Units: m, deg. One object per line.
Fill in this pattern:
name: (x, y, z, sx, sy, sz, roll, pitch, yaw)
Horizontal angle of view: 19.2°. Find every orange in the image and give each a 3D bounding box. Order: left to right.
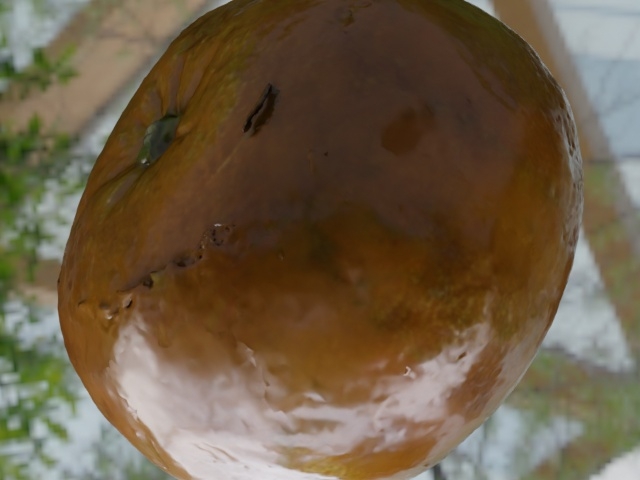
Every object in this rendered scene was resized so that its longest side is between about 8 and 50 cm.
orange: (0.000, 0.000, 0.957, 0.226, 0.284, 0.284, 37, -167, -20)
